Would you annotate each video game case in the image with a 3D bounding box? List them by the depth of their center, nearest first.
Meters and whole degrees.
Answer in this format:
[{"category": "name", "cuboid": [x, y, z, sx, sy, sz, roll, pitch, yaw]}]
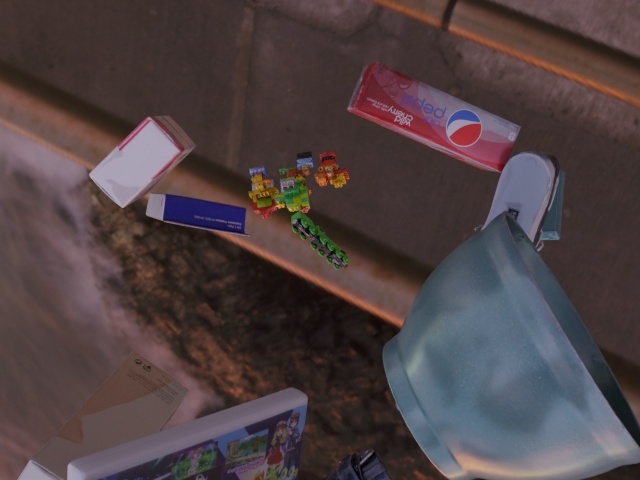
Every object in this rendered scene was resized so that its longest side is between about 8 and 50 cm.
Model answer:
[{"category": "video game case", "cuboid": [-0.095, 0.215, 0.642, 0.023, 0.201, 0.183, 22, 112, 41]}]

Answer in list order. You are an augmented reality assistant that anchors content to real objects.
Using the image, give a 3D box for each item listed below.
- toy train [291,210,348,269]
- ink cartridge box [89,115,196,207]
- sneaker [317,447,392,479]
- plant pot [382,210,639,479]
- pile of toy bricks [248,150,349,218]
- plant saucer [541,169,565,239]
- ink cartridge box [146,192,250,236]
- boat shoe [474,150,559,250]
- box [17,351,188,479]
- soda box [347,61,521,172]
[{"category": "toy train", "cuboid": [0.000, 0.000, 0.879, 0.017, 0.023, 0.083, -31, 128, 23]}, {"category": "ink cartridge box", "cuboid": [-0.333, -0.155, 1.672, 0.158, 0.218, 0.092, -43, 98, 6]}, {"category": "sneaker", "cuboid": [0.028, 0.417, 1.460, 0.163, 0.226, 0.086, -32, 78, 19]}, {"category": "plant pot", "cuboid": [0.192, 0.142, 0.951, 0.196, 0.293, 0.293, -32, 102, 15]}, {"category": "pile of toy bricks", "cuboid": [-0.047, -0.101, 1.784, 0.212, 0.105, 0.118, -10, 156, 6]}, {"category": "plant saucer", "cuboid": [0.435, -0.073, 1.699, 0.067, 0.192, 0.018, -1, 133, 21]}, {"category": "ink cartridge box", "cuboid": [-0.271, -0.059, 1.914, 0.176, 0.371, 0.069, 10, 93, -18]}, {"category": "boat shoe", "cuboid": [0.309, -0.006, 1.449, 0.113, 0.105, 0.306, 24, 109, 28]}, {"category": "box", "cuboid": [-0.346, 0.327, 1.379, 0.121, 0.311, 0.148, 36, 117, 0]}, {"category": "soda box", "cuboid": [0.181, -0.196, 1.416, 0.263, 0.092, 0.083, 21, 94, -11]}]
